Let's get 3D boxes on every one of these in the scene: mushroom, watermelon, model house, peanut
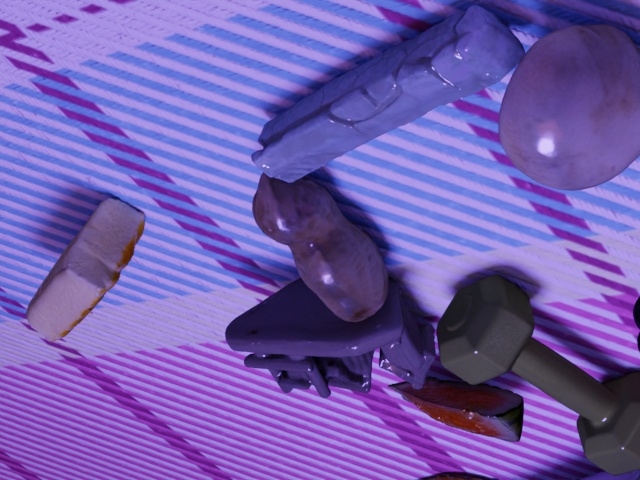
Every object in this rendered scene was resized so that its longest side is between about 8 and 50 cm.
[{"bbox_3d":[0.219,-0.119,1.219,0.154,0.122,0.154,-15,130,-18],"label":"mushroom"},{"bbox_3d":[0.176,0.205,1.718,0.119,0.063,0.245,10,-179,-27],"label":"watermelon"},{"bbox_3d":[0.026,0.127,1.690,0.229,0.122,0.188,-2,144,27],"label":"model house"},{"bbox_3d":[-0.001,0.000,1.534,0.086,0.104,0.228,-27,126,18],"label":"peanut"}]

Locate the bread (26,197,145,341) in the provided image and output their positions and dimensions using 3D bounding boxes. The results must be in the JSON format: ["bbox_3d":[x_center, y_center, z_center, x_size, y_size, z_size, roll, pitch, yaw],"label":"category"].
[{"bbox_3d":[-0.286,0.037,1.721,0.068,0.125,0.188,35,145,-10],"label":"bread"}]

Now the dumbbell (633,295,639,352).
[{"bbox_3d":[0.369,0.092,1.499,0.069,0.069,0.147,6,144,21],"label":"dumbbell"}]

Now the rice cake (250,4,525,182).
[{"bbox_3d":[0.056,-0.134,1.338,0.066,0.063,0.336,28,147,-28],"label":"rice cake"}]

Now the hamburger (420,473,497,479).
[{"bbox_3d":[0.179,0.393,2.026,0.176,0.102,0.087,-17,120,44],"label":"hamburger"}]

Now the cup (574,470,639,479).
[{"bbox_3d":[0.370,0.428,1.836,0.253,0.253,0.371,33,148,-19],"label":"cup"}]

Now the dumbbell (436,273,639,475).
[{"bbox_3d":[0.269,0.156,1.612,0.302,0.121,0.108,33,116,-20],"label":"dumbbell"}]
